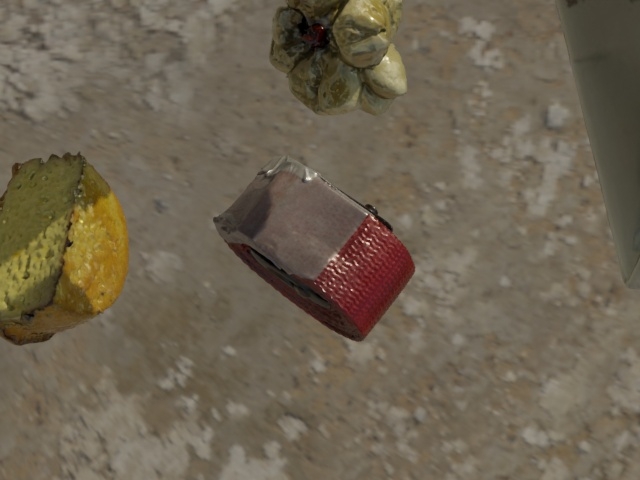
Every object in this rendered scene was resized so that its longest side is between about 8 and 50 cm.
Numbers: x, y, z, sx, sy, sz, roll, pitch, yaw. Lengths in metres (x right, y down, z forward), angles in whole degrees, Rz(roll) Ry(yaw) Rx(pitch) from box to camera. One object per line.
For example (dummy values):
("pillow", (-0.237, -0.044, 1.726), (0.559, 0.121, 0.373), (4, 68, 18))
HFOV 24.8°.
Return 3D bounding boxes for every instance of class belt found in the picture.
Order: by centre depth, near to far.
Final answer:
("belt", (0.000, 0.000, 1.500), (0.201, 0.128, 0.124), (36, 74, 14))

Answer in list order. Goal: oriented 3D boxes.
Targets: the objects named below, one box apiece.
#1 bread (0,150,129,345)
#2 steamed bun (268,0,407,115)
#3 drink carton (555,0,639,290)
("bread", (-0.299, 0.021, 1.684), (0.139, 0.143, 0.229), (38, 49, -42))
("steamed bun", (0.015, -0.222, 1.635), (0.106, 0.177, 0.192), (-31, 66, -30))
("drink carton", (0.174, -0.163, 0.513), (0.194, 0.132, 0.325), (-14, 89, -29))
